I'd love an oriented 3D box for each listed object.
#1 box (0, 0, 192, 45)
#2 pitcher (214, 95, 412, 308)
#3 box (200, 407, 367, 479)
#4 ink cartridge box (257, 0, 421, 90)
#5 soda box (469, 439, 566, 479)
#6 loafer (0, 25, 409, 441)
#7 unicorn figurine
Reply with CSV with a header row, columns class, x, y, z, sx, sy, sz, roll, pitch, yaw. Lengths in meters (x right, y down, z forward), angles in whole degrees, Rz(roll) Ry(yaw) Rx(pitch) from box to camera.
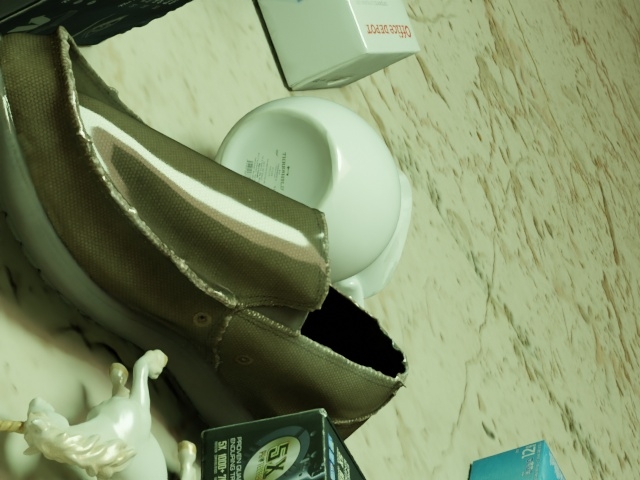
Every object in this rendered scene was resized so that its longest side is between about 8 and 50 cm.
class,x,y,z,sx,sy,sz,roll,pitch,yaw
box,-0.122,-0.182,0.919,0.158,0.156,0.093,-17,86,-67
pitcher,0.000,0.000,1.112,0.207,0.125,0.178,37,53,-70
box,-0.010,0.212,0.907,0.147,0.077,0.180,63,20,-48
ink cartridge box,-0.002,-0.230,1.331,0.191,0.082,0.139,68,23,1
soda box,0.156,0.256,1.285,0.067,0.071,0.210,61,24,-21
loafer,-0.062,-0.003,0.915,0.366,0.130,0.134,50,16,-44
unicorn figurine,-0.106,0.111,0.835,0.162,0.060,0.111,56,22,-22
